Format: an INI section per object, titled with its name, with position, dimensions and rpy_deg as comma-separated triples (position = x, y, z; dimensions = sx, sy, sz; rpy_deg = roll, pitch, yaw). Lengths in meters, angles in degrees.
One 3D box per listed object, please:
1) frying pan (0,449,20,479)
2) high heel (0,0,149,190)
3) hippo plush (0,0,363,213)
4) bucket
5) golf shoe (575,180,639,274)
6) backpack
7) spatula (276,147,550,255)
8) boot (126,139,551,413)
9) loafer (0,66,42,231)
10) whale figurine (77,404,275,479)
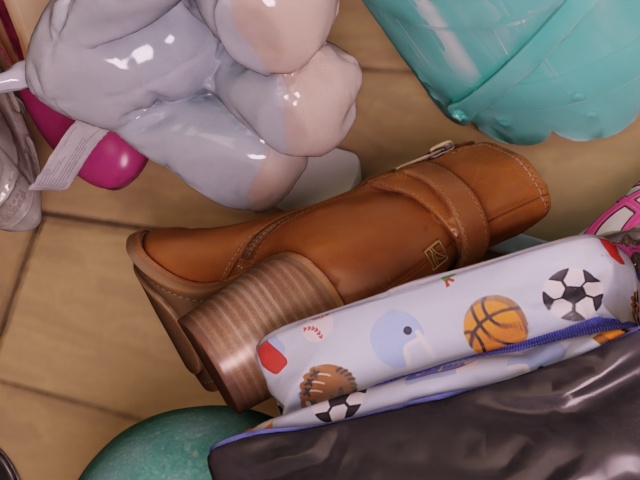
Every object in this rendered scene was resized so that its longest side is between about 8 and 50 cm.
[frying pan]
position = -0.321, 0.300, 0.964
dimensions = 0.197, 0.053, 0.326
rpy_deg = 1, 69, 32
[high heel]
position = -0.248, -0.206, 1.031
dimensions = 0.127, 0.181, 0.377
rpy_deg = -38, 56, 13
[hippo plush]
position = -0.080, -0.168, 0.920
dimensions = 0.294, 0.234, 0.236
rpy_deg = -30, 28, 40
[bucket]
position = 0.135, -0.216, 0.802
dimensions = 0.281, 0.183, 0.281
rpy_deg = -12, 66, 27
[golf shoe]
position = 0.214, -0.013, 0.757
dimensions = 0.186, 0.067, 0.086
rpy_deg = -26, 31, 23
[backpack]
position = 0.096, 0.132, 0.643
dimensions = 0.277, 0.263, 0.213
rpy_deg = -14, 59, 21
[spatula]
position = 0.031, 0.030, 0.870
dimensions = 0.242, 0.019, 0.168
rpy_deg = 18, 80, 35
[boot]
position = 0.000, 0.000, 0.817
dimensions = 0.220, 0.109, 0.283
rpy_deg = -31, 11, -12
[loafer]
position = -0.309, -0.109, 1.077
dimensions = 0.112, 0.111, 0.319
rpy_deg = -43, 42, 10
[whale figurine]
position = -0.058, 0.232, 0.745
dimensions = 0.216, 0.141, 0.272
rpy_deg = -3, 82, -11
